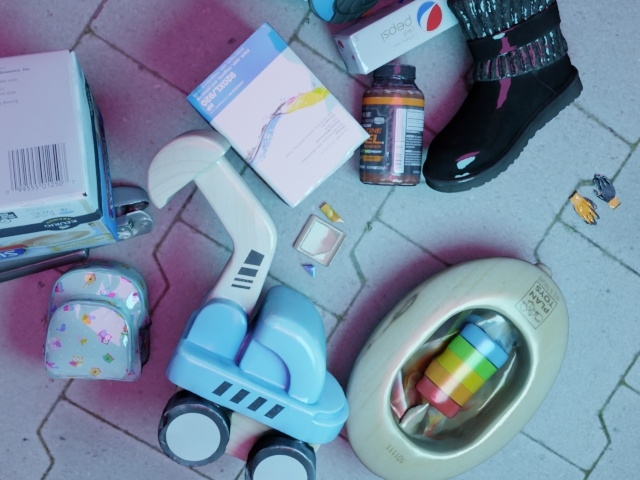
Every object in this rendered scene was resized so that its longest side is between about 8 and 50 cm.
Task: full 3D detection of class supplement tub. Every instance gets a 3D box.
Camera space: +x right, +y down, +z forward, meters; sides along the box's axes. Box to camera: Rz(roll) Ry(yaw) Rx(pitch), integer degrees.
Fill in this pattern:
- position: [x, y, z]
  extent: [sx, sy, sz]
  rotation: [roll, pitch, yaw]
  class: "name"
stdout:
- position: [0.119, -0.191, 1.274]
  extent: [0.106, 0.106, 0.198]
  rotation: [1, 96, -8]
  class: "supplement tub"

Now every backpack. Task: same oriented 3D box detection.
- position: [-0.357, 0.129, 1.228]
  extent: [0.166, 0.144, 0.188]
  rotation: [5, 93, -3]
  class: "backpack"

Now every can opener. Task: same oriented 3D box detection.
- position: [-0.414, -0.014, 1.250]
  extent: [0.283, 0.076, 0.095]
  rotation: [-15, 66, -5]
  class: "can opener"

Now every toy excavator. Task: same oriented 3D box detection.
- position: [-0.113, 0.107, 1.168]
  extent: [0.433, 0.222, 0.445]
  rotation: [26, 103, -6]
  class: "toy excavator"

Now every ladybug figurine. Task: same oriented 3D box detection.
- position: [0.225, 0.207, 1.305]
  extent: [0.449, 0.162, 0.305]
  rotation: [-43, 100, -1]
  class: "ladybug figurine"

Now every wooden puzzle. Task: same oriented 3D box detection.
- position: [0.000, 0.000, 1.327]
  extent: [0.078, 0.014, 0.116]
  rotation: [37, 90, -6]
  class: "wooden puzzle"

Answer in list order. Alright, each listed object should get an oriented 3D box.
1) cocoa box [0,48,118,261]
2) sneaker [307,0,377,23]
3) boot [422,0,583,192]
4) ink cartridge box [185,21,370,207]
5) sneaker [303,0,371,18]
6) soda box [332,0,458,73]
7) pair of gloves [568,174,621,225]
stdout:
- position: [-0.494, -0.103, 1.108]
  extent: [0.347, 0.228, 0.231]
  rotation: [-10, 74, -7]
  class: "cocoa box"
- position: [0.068, -0.435, 1.175]
  extent: [0.140, 0.125, 0.341]
  rotation: [55, 43, -3]
  class: "sneaker"
- position: [0.260, -0.269, 1.223]
  extent: [0.348, 0.131, 0.260]
  rotation: [-43, 128, -15]
  class: "boot"
- position: [-0.069, -0.191, 1.214]
  extent: [0.168, 0.171, 0.233]
  rotation: [-44, 100, 0]
  class: "ink cartridge box"
- position: [-0.051, -0.443, 1.232]
  extent: [0.296, 0.131, 0.112]
  rotation: [30, 52, -27]
  class: "sneaker"
- position: [0.134, -0.351, 1.252]
  extent: [0.216, 0.074, 0.069]
  rotation: [-32, 114, -12]
  class: "soda box"
- position: [0.499, -0.073, 1.388]
  extent: [0.083, 0.010, 0.074]
  rotation: [-39, 100, -3]
  class: "pair of gloves"
